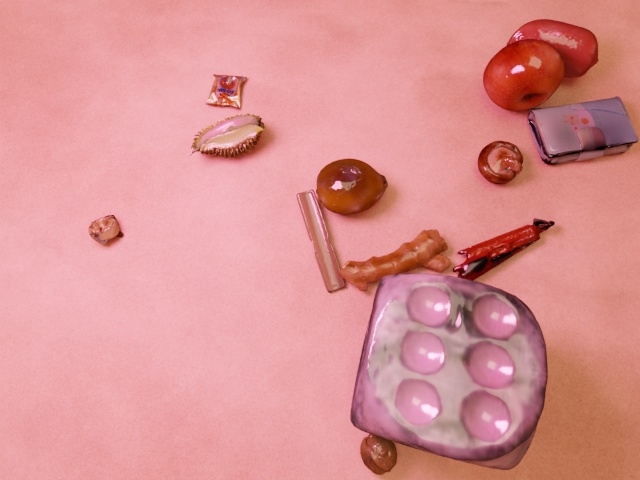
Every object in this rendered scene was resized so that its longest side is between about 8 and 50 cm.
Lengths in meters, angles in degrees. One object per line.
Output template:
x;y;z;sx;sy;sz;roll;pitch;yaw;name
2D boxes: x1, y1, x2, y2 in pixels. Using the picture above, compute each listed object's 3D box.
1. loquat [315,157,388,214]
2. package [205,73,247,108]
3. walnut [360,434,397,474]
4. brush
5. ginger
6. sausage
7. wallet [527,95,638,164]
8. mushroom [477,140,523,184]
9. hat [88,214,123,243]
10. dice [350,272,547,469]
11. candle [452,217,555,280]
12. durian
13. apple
0.082;-0.144;1.185;0.195;0.152;0.152;-5;72;10;loquat
-0.287;-0.458;1.356;0.108;0.031;0.121;7;74;5;package
0.134;0.487;1.019;0.092;0.092;0.092;-1;73;2;walnut
0.000;0.000;1.196;0.054;0.048;0.282;-18;80;0;brush
0.191;0.053;1.155;0.298;0.065;0.118;-14;83;-3;ginger
0.677;-0.558;1.285;0.254;0.148;0.148;25;76;9;sausage
0.727;-0.309;1.239;0.250;0.075;0.176;-8;69;1;wallet
0.492;-0.216;1.215;0.127;0.087;0.127;0;73;-2;mushroom
-0.592;-0.025;1.223;0.077;0.059;0.076;-24;39;-15;hat
0.252;0.268;0.943;0.330;0.348;0.328;12;72;5;dice
0.482;0.019;1.159;0.301;0.059;0.084;-25;85;-3;candle
-0.261;-0.288;1.273;0.220;0.095;0.137;-14;37;0;durian
0.560;-0.448;1.223;0.201;0.201;0.162;-10;62;0;apple
